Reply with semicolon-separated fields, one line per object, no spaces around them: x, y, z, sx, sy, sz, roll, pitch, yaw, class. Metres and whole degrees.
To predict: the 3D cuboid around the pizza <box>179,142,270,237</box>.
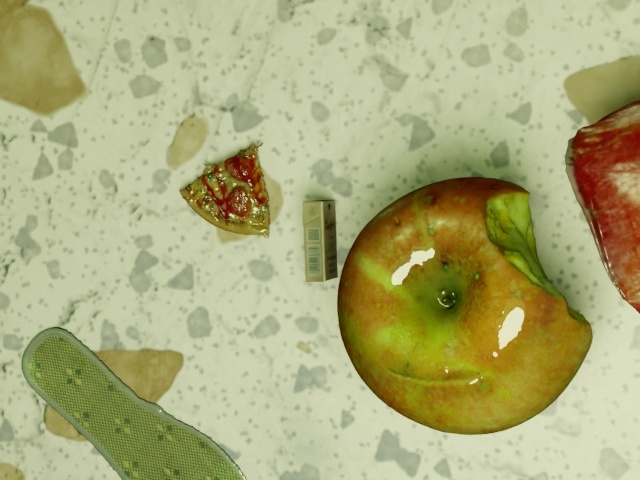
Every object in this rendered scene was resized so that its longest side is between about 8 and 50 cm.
-0.104;-0.049;1.635;0.099;0.029;0.100;-4;91;16;pizza

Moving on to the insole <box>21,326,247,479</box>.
-0.197;0.213;1.684;0.322;0.007;0.109;40;101;9;insole

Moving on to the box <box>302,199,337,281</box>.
0.000;0.000;1.598;0.024;0.053;0.083;-3;91;15;box

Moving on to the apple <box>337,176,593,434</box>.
0.143;0.061;1.480;0.246;0.226;0.246;-2;84;21;apple

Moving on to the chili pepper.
0.408;-0.036;1.428;0.305;0.229;0.251;-15;92;25;chili pepper
